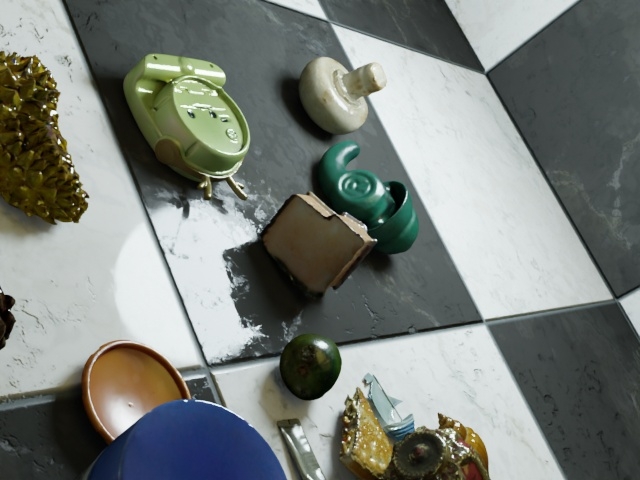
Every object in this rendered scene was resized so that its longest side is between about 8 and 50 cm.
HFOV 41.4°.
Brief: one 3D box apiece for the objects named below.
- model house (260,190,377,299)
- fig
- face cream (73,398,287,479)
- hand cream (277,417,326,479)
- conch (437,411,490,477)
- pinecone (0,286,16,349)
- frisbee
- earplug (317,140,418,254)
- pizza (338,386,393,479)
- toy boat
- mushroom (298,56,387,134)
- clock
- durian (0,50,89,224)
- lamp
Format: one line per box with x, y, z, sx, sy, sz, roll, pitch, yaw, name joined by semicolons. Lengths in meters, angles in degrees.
0.000;0.000;1.725;0.183;0.166;0.172;42;15;10;model house
-0.004;0.220;1.547;0.117;0.117;0.177;59;22;9;fig
-0.193;0.355;1.052;0.249;0.225;0.249;30;38;-27;face cream
-0.024;0.377;1.438;0.057;0.037;0.165;7;47;-49;hand cream
0.303;0.477;1.708;0.093;0.109;0.330;-31;108;-20;conch
-0.458;0.090;1.021;0.204;0.179;0.184;-47;122;-74;pinecone
-0.271;0.236;1.241;0.192;0.035;0.192;34;37;-30;frisbee
0.113;-0.087;1.977;0.280;0.164;0.257;53;-7;-23;earplug
0.074;0.360;1.548;0.188;0.062;0.199;42;26;-42;pizza
0.134;0.332;1.670;0.149;0.034;0.105;51;30;-5;toy boat
0.044;-0.366;2.087;0.206;0.209;0.206;9;69;-24;mushroom
-0.237;-0.217;1.665;0.235;0.096;0.308;-7;66;-55;clock
-0.467;-0.180;1.318;0.191;0.112;0.341;6;57;-52;durian
0.218;0.449;1.493;0.274;0.177;0.177;59;25;-33;lamp
